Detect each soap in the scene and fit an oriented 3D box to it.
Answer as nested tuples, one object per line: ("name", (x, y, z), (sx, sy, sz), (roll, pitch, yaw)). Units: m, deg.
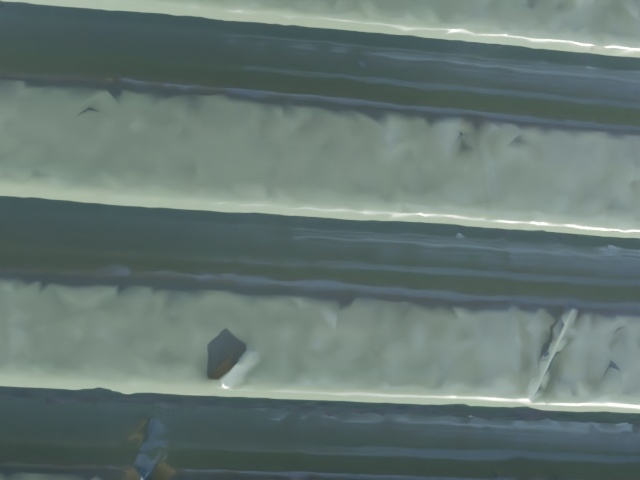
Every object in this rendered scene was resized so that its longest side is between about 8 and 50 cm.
("soap", (0.000, 0.000, 0.385), (0.094, 0.262, 0.150), (-158, -107, -77))
